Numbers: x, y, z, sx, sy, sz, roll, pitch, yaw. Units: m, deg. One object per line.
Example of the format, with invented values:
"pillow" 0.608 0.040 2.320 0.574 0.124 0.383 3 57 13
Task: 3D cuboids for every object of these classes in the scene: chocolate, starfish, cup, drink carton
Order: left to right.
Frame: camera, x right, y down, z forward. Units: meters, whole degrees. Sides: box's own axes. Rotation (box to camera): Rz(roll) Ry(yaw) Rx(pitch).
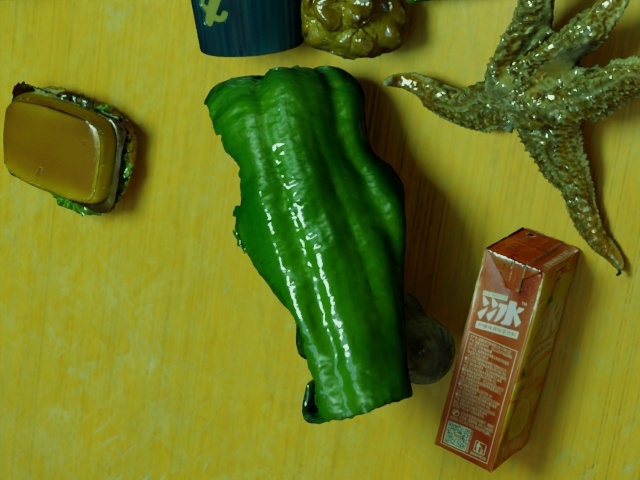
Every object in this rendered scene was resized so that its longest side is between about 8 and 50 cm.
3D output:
"cup" -0.087 -0.275 1.946 0.176 0.131 0.155 19 119 56
"chocolate" 0.084 0.095 1.929 0.167 0.072 0.072 -133 46 -64
"drink carton" 0.185 0.108 1.893 0.071 0.096 0.223 23 113 23
"starfish" 0.226 -0.144 1.773 0.301 0.084 0.293 45 137 13

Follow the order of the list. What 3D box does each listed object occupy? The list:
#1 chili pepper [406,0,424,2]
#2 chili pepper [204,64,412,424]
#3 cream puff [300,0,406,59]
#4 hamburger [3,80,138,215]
"chili pepper" 0.237 -0.266 1.786 0.359 0.076 0.085 3 80 29
"chili pepper" 0.011 -0.002 1.872 0.167 0.213 0.385 -18 72 13
"cream puff" 0.029 -0.231 1.882 0.116 0.122 0.094 24 115 40
"hamburger" -0.276 -0.102 2.109 0.166 0.087 0.137 23 114 24
